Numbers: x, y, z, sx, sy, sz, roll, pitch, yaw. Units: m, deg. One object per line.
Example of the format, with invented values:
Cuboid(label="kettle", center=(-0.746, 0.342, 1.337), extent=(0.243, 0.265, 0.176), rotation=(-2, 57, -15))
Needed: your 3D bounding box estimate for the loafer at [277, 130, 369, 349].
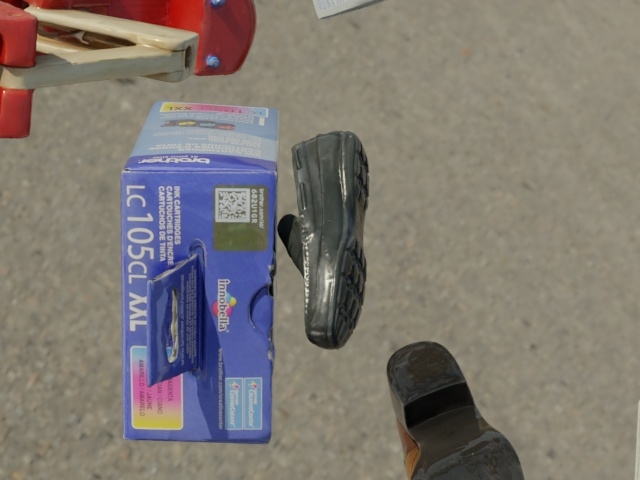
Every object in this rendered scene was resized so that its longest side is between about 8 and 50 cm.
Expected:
Cuboid(label="loafer", center=(0.000, 0.000, 1.322), extent=(0.076, 0.078, 0.223), rotation=(61, 27, -54))

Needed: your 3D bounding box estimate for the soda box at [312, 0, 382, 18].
Cuboid(label="soda box", center=(0.010, -0.359, 1.352), extent=(0.098, 0.091, 0.286), rotation=(-30, 104, -55))

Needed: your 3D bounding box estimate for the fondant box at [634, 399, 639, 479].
Cuboid(label="fondant box", center=(0.414, 0.108, 1.180), extent=(0.238, 0.096, 0.330), rotation=(9, 29, 24))

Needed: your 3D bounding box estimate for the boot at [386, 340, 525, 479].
Cuboid(label="boot", center=(0.131, 0.267, 1.251), extent=(0.096, 0.280, 0.264), rotation=(-22, 37, -6))

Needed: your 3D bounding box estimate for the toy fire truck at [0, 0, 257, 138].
Cuboid(label="toy fire truck", center=(-0.097, -0.087, 0.612), extent=(0.192, 0.047, 0.135), rotation=(-6, 23, -34))

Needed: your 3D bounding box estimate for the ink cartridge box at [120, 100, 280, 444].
Cuboid(label="ink cartridge box", center=(-0.113, 0.027, 1.433), extent=(0.151, 0.270, 0.395), rotation=(1, 15, -3))
